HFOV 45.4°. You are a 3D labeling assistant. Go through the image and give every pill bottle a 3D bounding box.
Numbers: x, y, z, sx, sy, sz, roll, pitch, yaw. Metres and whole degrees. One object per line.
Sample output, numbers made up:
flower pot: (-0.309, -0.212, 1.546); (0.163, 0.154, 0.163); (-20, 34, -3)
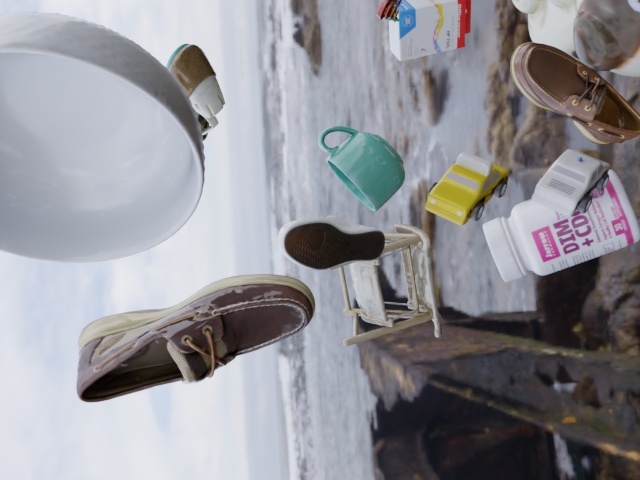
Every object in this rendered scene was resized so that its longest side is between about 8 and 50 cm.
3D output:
pill bottle: (0.493, -0.023, 1.580); (0.160, 0.283, 0.160); (57, -161, -32)

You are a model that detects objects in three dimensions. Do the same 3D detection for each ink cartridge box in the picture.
ink cartridge box: (0.297, -0.560, 1.975); (0.078, 0.231, 0.134); (-116, 14, -50)

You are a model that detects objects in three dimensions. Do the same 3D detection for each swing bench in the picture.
swing bench: (0.162, 0.107, 1.897); (0.165, 0.254, 0.253); (-86, -14, -60)

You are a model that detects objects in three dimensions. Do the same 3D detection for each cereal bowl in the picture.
cereal bowl: (-0.301, -0.127, 0.888); (0.339, 0.338, 0.141); (92, 175, -52)

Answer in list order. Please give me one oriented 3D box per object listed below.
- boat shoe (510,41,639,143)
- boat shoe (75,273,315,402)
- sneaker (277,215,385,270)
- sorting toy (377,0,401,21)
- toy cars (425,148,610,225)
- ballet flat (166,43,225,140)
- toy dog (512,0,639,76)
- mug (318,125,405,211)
boat shoe: (0.281, -0.160, 0.823); (0.064, 0.178, 0.060); (-65, 26, -3)
boat shoe: (-0.170, 0.145, 1.033); (0.123, 0.341, 0.123); (-98, -6, -52)
sneaker: (0.000, 0.000, 1.622); (0.123, 0.290, 0.106); (22, 102, 43)
sorting toy: (0.152, -0.482, 1.584); (0.102, 0.042, 0.061); (-56, -8, -40)
toy cars: (0.373, -0.119, 1.398); (0.176, 0.393, 0.087); (-109, 18, -48)
ballet flat: (-0.269, -0.302, 1.665); (0.124, 0.116, 0.342); (46, 159, 2)
toy dog: (0.479, -0.409, 1.300); (0.408, 0.284, 0.396); (-103, 16, -64)
mug: (0.082, -0.139, 1.362); (0.158, 0.097, 0.129); (49, 177, -36)
